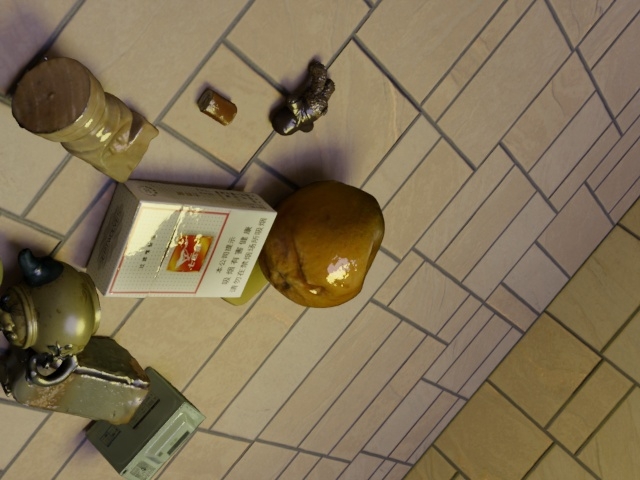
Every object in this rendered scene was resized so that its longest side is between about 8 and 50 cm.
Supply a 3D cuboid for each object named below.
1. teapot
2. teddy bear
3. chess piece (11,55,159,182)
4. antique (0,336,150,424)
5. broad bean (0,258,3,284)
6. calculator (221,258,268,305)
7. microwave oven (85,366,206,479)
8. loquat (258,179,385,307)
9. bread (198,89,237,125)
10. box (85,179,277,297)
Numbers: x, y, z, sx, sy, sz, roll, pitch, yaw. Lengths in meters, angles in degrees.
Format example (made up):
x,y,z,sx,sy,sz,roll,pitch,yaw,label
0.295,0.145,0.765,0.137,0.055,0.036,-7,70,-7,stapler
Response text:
x,y,z,sx,sy,sz,roll,pitch,yaw,label
-0.496,0.139,1.687,0.182,0.173,0.270,-10,114,-37,teapot
-0.024,-0.265,1.904,0.160,0.078,0.119,-47,150,-3,teddy bear
-0.370,-0.184,1.576,0.137,0.137,0.301,-47,160,-1,chess piece
-0.490,0.263,1.872,0.284,0.150,0.125,21,109,-46,antique
-0.613,0.062,1.528,0.189,0.121,0.263,-52,149,-4,broad bean
-0.174,0.062,2.106,0.157,0.033,0.236,-45,146,-7,calculator
-0.383,0.414,2.116,0.208,0.162,0.122,-47,148,-9,microwave oven
0.000,0.000,2.051,0.284,0.276,0.276,-60,153,-26,loquat
-0.189,-0.245,1.774,0.047,0.036,0.083,-56,148,6,bread
-0.267,0.003,1.861,0.330,0.095,0.210,5,118,-43,box
